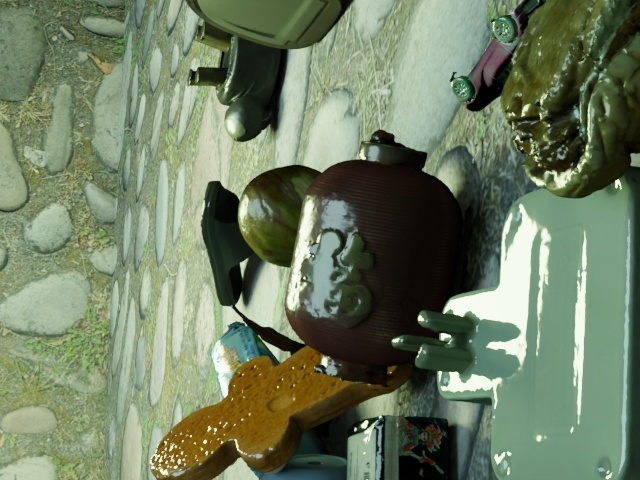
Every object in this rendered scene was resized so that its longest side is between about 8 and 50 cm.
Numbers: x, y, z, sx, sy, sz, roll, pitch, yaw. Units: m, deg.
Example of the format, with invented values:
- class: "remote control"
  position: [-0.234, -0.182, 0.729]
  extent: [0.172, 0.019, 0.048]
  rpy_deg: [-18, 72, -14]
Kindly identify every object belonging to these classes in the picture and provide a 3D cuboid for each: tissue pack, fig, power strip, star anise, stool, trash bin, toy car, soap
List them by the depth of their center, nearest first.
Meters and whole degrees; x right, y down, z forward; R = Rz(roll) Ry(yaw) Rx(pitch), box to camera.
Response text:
- class: "power strip"
  position: [0.166, 0.074, 0.856]
  extent: [0.261, 0.141, 0.229]
  rpy_deg: [158, 118, -66]
- class: "toy car"
  position: [0.175, -0.172, 1.028]
  extent: [0.055, 0.069, 0.142]
  rpy_deg: [45, 142, 11]
- class: "tissue pack"
  position: [0.077, 0.265, 1.116]
  extent: [0.103, 0.090, 0.170]
  rpy_deg: [143, 133, -64]
- class: "star anise"
  position: [-0.034, 0.148, 1.414]
  extent: [0.140, 0.144, 0.158]
  rpy_deg: [-117, 38, -46]
- class: "fig"
  position: [0.000, 0.000, 1.423]
  extent: [0.245, 0.149, 0.149]
  rpy_deg: [41, 127, 34]
- class: "soap"
  position: [-0.063, 0.225, 1.453]
  extent: [0.077, 0.156, 0.293]
  rpy_deg: [-34, 31, 3]
- class: "trash bin"
  position: [-0.071, -0.448, 1.636]
  extent: [0.220, 0.219, 0.250]
  rpy_deg: [148, 133, -64]
- class: "stool"
  position: [-0.141, -0.285, 1.873]
  extent: [0.153, 0.139, 0.228]
  rpy_deg: [114, 157, -45]

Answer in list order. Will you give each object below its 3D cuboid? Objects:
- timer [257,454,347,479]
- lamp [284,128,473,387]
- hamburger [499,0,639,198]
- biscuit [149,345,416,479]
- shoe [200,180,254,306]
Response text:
- class: "timer"
  position: [-0.009, 0.359, 1.218]
  extent: [0.175, 0.175, 0.255]
  rpy_deg: [135, 141, -61]
- class: "lamp"
  position: [0.061, 0.019, 1.143]
  extent: [0.180, 0.180, 0.258]
  rpy_deg: [-154, 75, -70]
- class: "hamburger"
  position: [0.209, -0.123, 0.756]
  extent: [0.206, 0.130, 0.183]
  rpy_deg: [-61, 7, 12]
- class: "biscuit"
  position: [-0.047, 0.187, 1.268]
  extent: [0.049, 0.324, 0.205]
  rpy_deg: [60, 179, -24]
- class: "shoe"
  position: [-0.136, 0.004, 1.861]
  extent: [0.108, 0.093, 0.241]
  rpy_deg: [-81, -13, -53]
